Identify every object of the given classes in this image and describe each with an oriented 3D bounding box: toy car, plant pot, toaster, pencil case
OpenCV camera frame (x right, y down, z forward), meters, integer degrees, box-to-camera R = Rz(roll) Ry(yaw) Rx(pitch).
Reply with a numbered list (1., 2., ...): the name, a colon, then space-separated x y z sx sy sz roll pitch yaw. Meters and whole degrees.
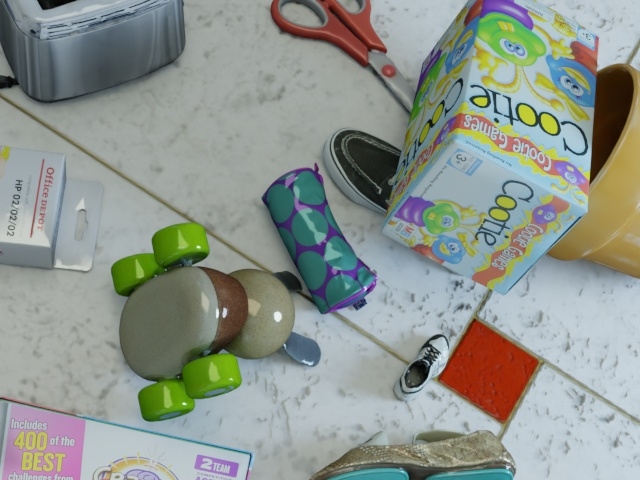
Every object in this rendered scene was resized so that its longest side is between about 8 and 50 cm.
1. toy car: -0.084 0.077 1.125 0.188 0.149 0.155 0 68 -42
2. plant pot: 0.329 -0.047 1.203 0.188 0.205 0.205 30 65 -14
3. toaster: -0.243 -0.237 1.192 0.227 0.146 0.129 -21 72 -18
4. pencil case: 0.000 0.000 1.183 0.070 0.064 0.152 -28 75 -3

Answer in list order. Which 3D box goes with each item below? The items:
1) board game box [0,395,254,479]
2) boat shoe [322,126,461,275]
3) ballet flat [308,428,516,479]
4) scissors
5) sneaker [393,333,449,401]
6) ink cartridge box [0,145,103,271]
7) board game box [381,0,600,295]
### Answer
1. board game box: -0.206 0.317 1.012 0.242 0.064 0.317 14 66 -5
2. boat shoe: 0.100 -0.053 1.220 0.219 0.070 0.078 37 66 6
3. ballet flat: 0.083 0.216 1.117 0.206 0.073 0.067 0 40 -13
4. scissors: 0.071 -0.207 1.306 0.297 0.021 0.109 39 65 9
5. sneaker: 0.107 0.125 1.166 0.032 0.037 0.083 34 64 7
6. ink cartridge box: -0.309 -0.035 1.142 0.181 0.061 0.104 6 67 -8
7. board game box: 0.174 -0.110 1.161 0.142 0.144 0.275 27 45 -10
